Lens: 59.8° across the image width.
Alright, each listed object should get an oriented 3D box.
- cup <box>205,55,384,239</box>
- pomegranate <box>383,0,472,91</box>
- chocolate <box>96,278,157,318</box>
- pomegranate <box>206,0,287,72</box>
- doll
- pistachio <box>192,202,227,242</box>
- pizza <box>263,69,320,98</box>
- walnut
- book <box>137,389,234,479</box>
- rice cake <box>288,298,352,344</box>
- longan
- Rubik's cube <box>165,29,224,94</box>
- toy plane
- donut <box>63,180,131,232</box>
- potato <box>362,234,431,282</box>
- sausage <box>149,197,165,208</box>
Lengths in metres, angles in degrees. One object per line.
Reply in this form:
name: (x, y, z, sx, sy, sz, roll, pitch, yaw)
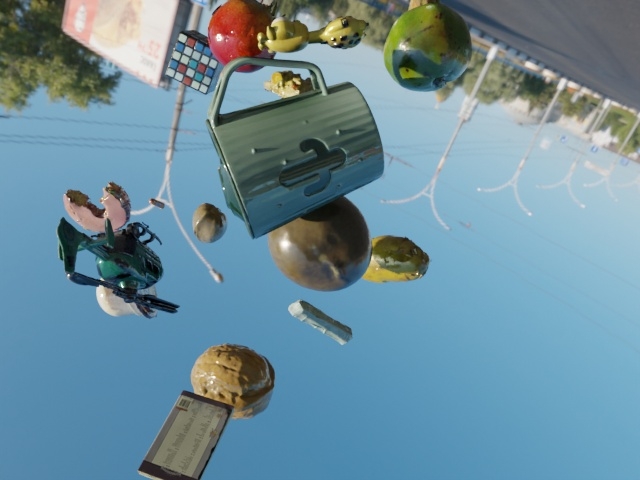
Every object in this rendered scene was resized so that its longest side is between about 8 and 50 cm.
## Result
cup: (-0.076, -0.235, 1.353, 0.392, 0.401, 0.310, -22, -126, -8)
pomegranate: (0.280, -0.544, 1.484, 0.235, 0.236, 0.302, 9, -114, -29)
chocolate: (-0.577, 0.150, 1.626, 0.147, 0.221, 0.221, -18, -148, -6)
pomegranate: (-0.209, -0.592, 1.594, 0.235, 0.210, 0.210, -37, -131, -12)
doll: (-0.020, -0.537, 1.457, 0.290, 0.086, 0.117, -6, 162, -2)
pistachio: (-0.328, -0.046, 1.642, 0.112, 0.149, 0.113, 8, -127, -10)
pizza: (-0.057, -0.495, 1.815, 0.223, 0.090, 0.323, 27, -159, 17)
walnut: (-0.255, 0.422, 1.672, 0.256, 0.225, 0.257, -5, -152, 3)
book: (-0.335, 0.505, 1.413, 0.157, 0.026, 0.231, 12, -131, 16)
rice cake: (0.004, 0.317, 2.180, 0.336, 0.066, 0.063, 36, -153, -37)
longan: (0.000, 0.000, 1.651, 0.318, 0.319, 0.319, 19, -157, -8)
Rubik's cube: (-0.478, -0.703, 2.192, 0.184, 0.182, 0.187, 27, -159, -5)
toy plane: (-0.381, 0.039, 1.050, 0.106, 0.382, 0.155, -16, -112, 3)
donut: (-0.783, -0.119, 1.991, 0.232, 0.199, 0.085, -7, -138, 8)
potato: (0.248, 0.067, 1.973, 0.300, 0.173, 0.140, -3, -175, 40)
sausage: (-0.779, -0.178, 2.637, 0.031, 0.031, 0.107, 32, 178, 22)
